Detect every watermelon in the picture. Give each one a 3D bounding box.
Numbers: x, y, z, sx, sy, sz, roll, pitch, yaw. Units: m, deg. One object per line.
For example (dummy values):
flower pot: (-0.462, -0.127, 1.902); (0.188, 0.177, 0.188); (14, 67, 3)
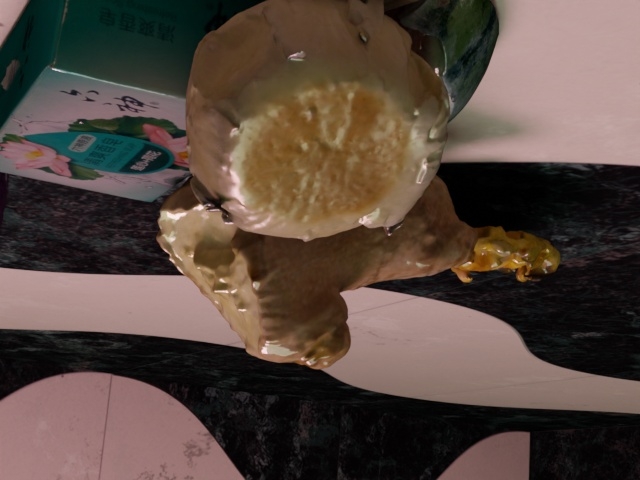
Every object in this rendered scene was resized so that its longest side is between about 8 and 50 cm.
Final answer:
watermelon: (0.049, -0.121, 0.766); (0.139, 0.071, 0.187); (7, 166, 8)

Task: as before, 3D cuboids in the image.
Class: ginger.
ginger: (0.000, 0.000, 0.925); (0.276, 0.221, 0.130); (1, 142, -17)

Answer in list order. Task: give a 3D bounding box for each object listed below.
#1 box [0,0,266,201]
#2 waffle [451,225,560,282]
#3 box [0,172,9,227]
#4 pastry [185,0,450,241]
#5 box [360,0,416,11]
box: (-0.148, -0.109, 0.809); (0.153, 0.092, 0.245); (11, 164, -25)
waffle: (0.122, 0.014, 1.154); (0.262, 0.060, 0.280); (4, 180, 35)
box: (-0.468, -0.052, 1.039); (0.346, 0.134, 0.097); (0, 166, 14)
pastry: (-0.005, -0.072, 0.679); (0.166, 0.088, 0.166); (-7, 134, -7)
box: (0.008, -0.163, 0.671); (0.083, 0.035, 0.079); (-8, 161, 42)
